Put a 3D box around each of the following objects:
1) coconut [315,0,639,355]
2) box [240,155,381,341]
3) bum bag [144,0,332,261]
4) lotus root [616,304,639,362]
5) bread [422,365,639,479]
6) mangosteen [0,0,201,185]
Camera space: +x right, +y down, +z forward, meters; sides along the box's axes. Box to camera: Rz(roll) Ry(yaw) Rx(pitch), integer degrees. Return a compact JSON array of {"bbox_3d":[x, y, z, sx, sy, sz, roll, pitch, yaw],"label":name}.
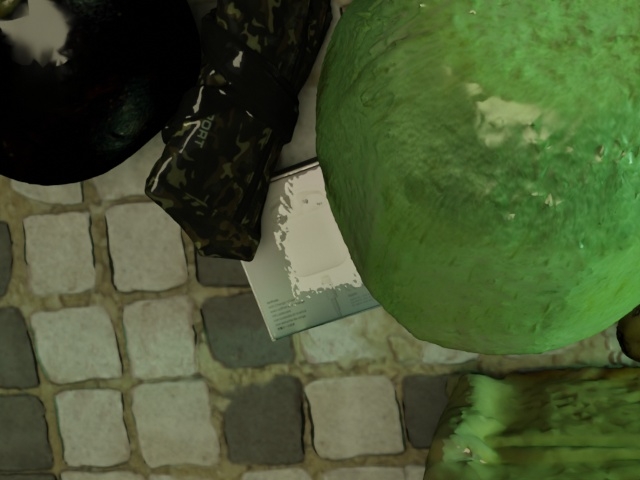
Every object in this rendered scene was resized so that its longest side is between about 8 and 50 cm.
[{"bbox_3d":[0.136,-0.079,0.681,0.281,0.328,0.328,10,105,4],"label":"coconut"},{"bbox_3d":[0.000,0.000,0.850,0.130,0.051,0.129,-19,98,15],"label":"box"},{"bbox_3d":[-0.059,-0.108,0.785,0.069,0.102,0.248,13,86,36],"label":"bum bag"},{"bbox_3d":[0.303,0.036,0.774,0.179,0.080,0.089,-28,98,21],"label":"lotus root"},{"bbox_3d":[0.250,0.311,0.748,0.371,0.279,0.390,-3,102,11],"label":"bread"},{"bbox_3d":[-0.216,-0.147,0.771,0.243,0.243,0.243,3,103,12],"label":"mangosteen"}]
